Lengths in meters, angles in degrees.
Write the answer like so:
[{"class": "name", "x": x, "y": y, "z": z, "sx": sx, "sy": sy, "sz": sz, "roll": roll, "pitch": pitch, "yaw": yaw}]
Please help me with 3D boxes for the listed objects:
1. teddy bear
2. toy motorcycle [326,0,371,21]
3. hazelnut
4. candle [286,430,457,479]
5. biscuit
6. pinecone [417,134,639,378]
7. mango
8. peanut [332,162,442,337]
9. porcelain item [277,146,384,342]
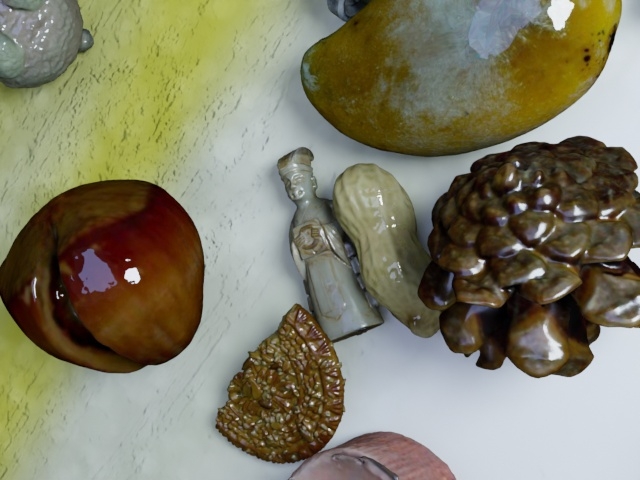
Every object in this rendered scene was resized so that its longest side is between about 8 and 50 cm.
[{"class": "teddy bear", "x": -0.422, "y": -0.301, "z": 0.958, "sx": 0.267, "sy": 0.151, "sz": 0.236, "roll": 30, "pitch": 99, "yaw": 19}, {"class": "toy motorcycle", "x": 0.050, "y": -0.378, "z": 0.755, "sx": 0.205, "sy": 0.127, "sz": 0.275, "roll": 41, "pitch": 101, "yaw": 18}, {"class": "hazelnut", "x": -0.236, "y": 0.046, "z": 0.842, "sx": 0.251, "sy": 0.217, "sz": 0.217, "roll": -13, "pitch": 82, "yaw": 34}, {"class": "candle", "x": 0.087, "y": 0.359, "z": 0.713, "sx": 0.317, "sy": 0.131, "sz": 0.287, "roll": 36, "pitch": 109, "yaw": 32}, {"class": "biscuit", "x": -0.037, "y": 0.171, "z": 0.800, "sx": 0.126, "sy": 0.025, "sz": 0.206, "roll": 41, "pitch": 122, "yaw": 15}, {"class": "pinecone", "x": 0.187, "y": 0.016, "z": 0.634, "sx": 0.202, "sy": 0.229, "sz": 0.201, "roll": 21, "pitch": 141, "yaw": 12}, {"class": "mango", "x": 0.116, "y": -0.177, "z": 0.706, "sx": 0.316, "sy": 0.146, "sz": 0.193, "roll": -11, "pitch": 86, "yaw": 30}, {"class": "peanut", "x": 0.072, "y": 0.010, "z": 0.752, "sx": 0.082, "sy": 0.082, "sz": 0.187, "roll": -28, "pitch": 77, "yaw": 21}, {"class": "porcelain item", "x": 0.000, "y": 0.000, "z": 0.802, "sx": 0.084, "sy": 0.054, "sz": 0.213, "roll": -23, "pitch": 78, "yaw": 22}]
